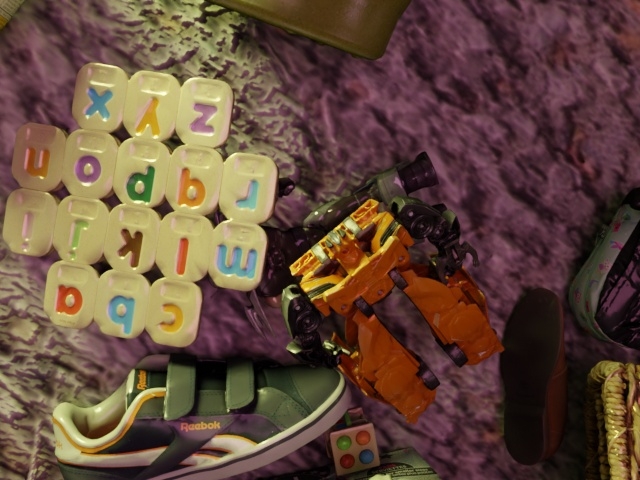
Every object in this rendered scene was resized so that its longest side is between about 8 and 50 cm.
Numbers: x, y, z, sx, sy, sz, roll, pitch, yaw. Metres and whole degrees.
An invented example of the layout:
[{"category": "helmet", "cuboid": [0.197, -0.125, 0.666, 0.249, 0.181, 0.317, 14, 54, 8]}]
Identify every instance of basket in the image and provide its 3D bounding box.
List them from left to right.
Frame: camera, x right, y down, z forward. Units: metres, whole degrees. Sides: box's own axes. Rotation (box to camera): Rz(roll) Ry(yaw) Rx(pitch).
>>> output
[{"category": "basket", "cuboid": [0.357, 0.297, 0.825, 0.223, 0.213, 0.299, 8, 73, -17]}]

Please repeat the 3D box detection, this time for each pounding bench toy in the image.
[{"category": "pounding bench toy", "cuboid": [0.032, 0.219, 0.845, 0.052, 0.065, 0.083, -12, 98, -9]}]

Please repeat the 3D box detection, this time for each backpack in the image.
[{"category": "backpack", "cuboid": [0.387, 0.044, 0.870, 0.152, 0.115, 0.182, 32, 90, -1]}]

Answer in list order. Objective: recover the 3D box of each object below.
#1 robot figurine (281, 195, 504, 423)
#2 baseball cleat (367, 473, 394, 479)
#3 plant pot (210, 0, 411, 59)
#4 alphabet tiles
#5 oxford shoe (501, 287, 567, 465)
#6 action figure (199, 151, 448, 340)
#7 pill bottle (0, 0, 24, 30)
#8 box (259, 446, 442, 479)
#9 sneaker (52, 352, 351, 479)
[{"category": "robot figurine", "cuboid": [0.077, 0.074, 0.764, 0.211, 0.085, 0.291, -40, 130, 0]}, {"category": "baseball cleat", "cuboid": [0.101, 0.322, 0.735, 0.206, 0.072, 0.109, 43, 98, -8]}, {"category": "plant pot", "cuboid": [0.004, -0.367, 0.656, 0.366, 0.366, 0.353, 17, 104, -12]}, {"category": "alphabet tiles", "cuboid": [-0.189, -0.037, 0.757, 0.284, 0.021, 0.278, 9, 93, 6]}, {"category": "oxford shoe", "cuboid": [0.272, 0.163, 0.894, 0.076, 0.076, 0.212, 2, 94, -41]}, {"category": "action figure", "cuboid": [0.000, 0.000, 0.805, 0.285, 0.099, 0.185, -20, 106, -4]}, {"category": "pill bottle", "cuboid": [-0.342, -0.262, 0.697, 0.117, 0.117, 0.208, 39, 88, -12]}, {"category": "box", "cuboid": [0.021, 0.351, 0.819, 0.247, 0.142, 0.163, -9, 96, -12]}, {"category": "sneaker", "cuboid": [-0.130, 0.182, 0.780, 0.321, 0.126, 0.127, -20, 105, -6]}]
